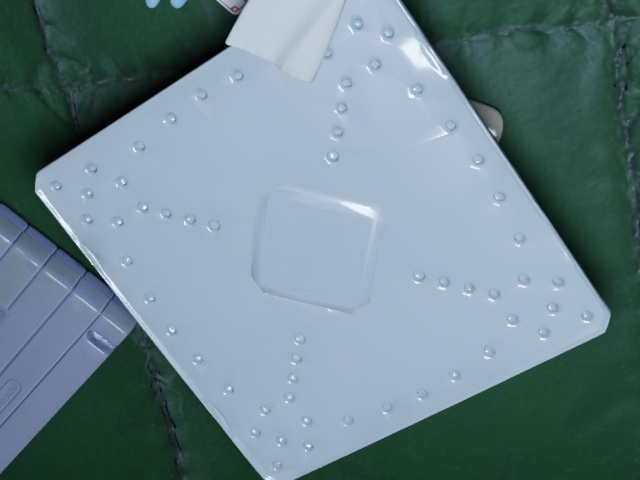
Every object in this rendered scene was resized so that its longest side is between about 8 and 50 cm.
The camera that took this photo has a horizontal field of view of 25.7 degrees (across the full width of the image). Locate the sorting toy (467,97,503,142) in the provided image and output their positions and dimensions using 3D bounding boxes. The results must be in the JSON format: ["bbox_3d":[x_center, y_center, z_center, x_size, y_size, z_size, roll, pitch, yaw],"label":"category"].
[{"bbox_3d":[0.048,-0.056,1.289,0.193,0.038,0.208,19,117,3],"label":"sorting toy"}]

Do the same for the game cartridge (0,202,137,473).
[{"bbox_3d":[-0.376,0.119,1.481,0.230,0.068,0.355,42,120,-6],"label":"game cartridge"}]

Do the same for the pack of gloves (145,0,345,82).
[{"bbox_3d":[-0.054,-0.253,1.096,0.195,0.046,0.232,24,120,-4],"label":"pack of gloves"}]

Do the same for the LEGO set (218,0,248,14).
[{"bbox_3d":[0.003,-0.278,1.162,0.244,0.060,0.182,-32,133,25],"label":"LEGO set"}]

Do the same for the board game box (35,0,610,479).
[{"bbox_3d":[0.000,0.000,1.274,0.390,0.050,0.390,-29,106,24],"label":"board game box"}]
